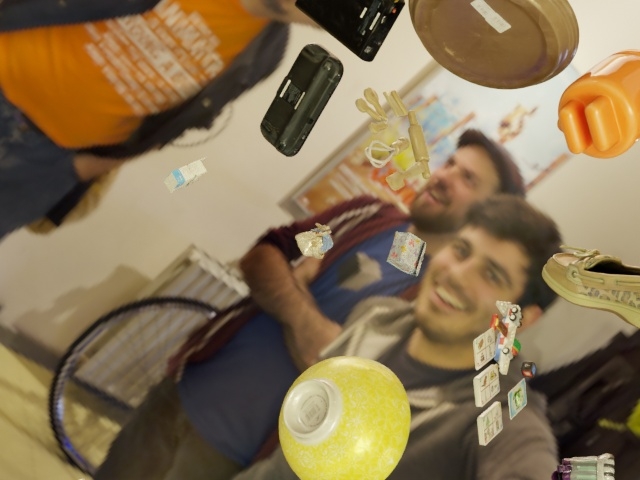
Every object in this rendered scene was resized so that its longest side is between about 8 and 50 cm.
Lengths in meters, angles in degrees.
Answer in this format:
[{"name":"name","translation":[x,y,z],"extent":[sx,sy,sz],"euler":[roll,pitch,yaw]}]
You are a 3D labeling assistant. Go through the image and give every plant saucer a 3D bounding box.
[{"name":"plant saucer","translation":[0.262,-0.329,1.628],"extent":[0.278,0.041,0.278],"euler":[21,-28,12]}]

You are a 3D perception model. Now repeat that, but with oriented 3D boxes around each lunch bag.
[{"name":"lunch bag","translation":[0.188,0.028,2.191],"extent":[0.053,0.071,0.083],"euler":[6,-20,44]}]

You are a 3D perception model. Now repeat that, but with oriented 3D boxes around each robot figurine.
[{"name":"robot figurine","translation":[0.428,-0.200,1.517],"extent":[0.128,0.158,0.219],"euler":[45,51,13]}]

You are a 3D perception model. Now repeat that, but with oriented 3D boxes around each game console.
[{"name":"game console","translation":[-0.004,-0.324,1.842],"extent":[0.044,0.361,0.213],"euler":[12,26,-45]}]

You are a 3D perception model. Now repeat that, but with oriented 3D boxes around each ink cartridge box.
[{"name":"ink cartridge box","translation":[-0.248,-0.124,1.971],"extent":[0.083,0.048,0.028],"euler":[-28,85,-33]}]

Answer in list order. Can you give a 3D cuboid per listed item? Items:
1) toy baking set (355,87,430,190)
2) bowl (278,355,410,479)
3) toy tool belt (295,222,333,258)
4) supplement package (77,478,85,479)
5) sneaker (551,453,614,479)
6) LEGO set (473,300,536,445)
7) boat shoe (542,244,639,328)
[{"name":"toy baking set","translation":[0.145,-0.195,2.069],"extent":[0.197,0.030,0.256],"euler":[11,56,-43]},{"name":"bowl","translation":[0.016,0.351,2.071],"extent":[0.156,0.289,0.289],"euler":[33,18,-47]},{"name":"toy tool belt","translation":[0.000,0.000,1.606],"extent":[0.052,0.051,0.083],"euler":[63,17,8]},{"name":"supplement package","translation":[-0.437,0.474,1.522],"extent":[0.194,0.203,0.149],"euler":[-21,81,-54]},{"name":"sneaker","translation":[0.443,0.406,1.791],"extent":[0.223,0.098,0.083],"euler":[73,21,-62]},{"name":"LEGO set","translation":[0.301,0.215,1.775],"extent":[0.244,0.060,0.182],"euler":[-24,111,-54]},{"name":"boat shoe","translation":[0.441,0.057,1.541],"extent":[0.104,0.089,0.285],"euler":[-12,20,-30]}]
